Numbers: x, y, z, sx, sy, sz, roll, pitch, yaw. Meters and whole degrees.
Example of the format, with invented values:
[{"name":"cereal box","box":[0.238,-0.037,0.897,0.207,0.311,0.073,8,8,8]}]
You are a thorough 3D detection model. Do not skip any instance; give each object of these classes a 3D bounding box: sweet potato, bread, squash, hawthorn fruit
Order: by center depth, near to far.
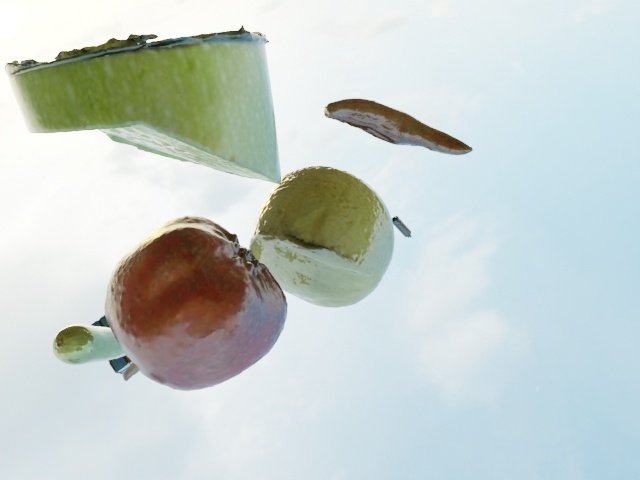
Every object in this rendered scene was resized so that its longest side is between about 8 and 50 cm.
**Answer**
[{"name":"squash","box":[-0.146,-0.108,0.460,0.220,0.133,0.220,-1,-165,0]},{"name":"sweet potato","box":[0.129,-0.193,0.905,0.255,0.058,0.078,17,-171,-7]},{"name":"hawthorn fruit","box":[-0.231,0.130,0.913,0.330,0.287,0.287,-44,-143,9]},{"name":"squash","box":[-0.463,0.214,1.114,0.083,0.250,0.083,-1,-100,7]},{"name":"bread","box":[0.005,-0.008,1.189,0.320,0.320,0.237,10,-133,30]}]

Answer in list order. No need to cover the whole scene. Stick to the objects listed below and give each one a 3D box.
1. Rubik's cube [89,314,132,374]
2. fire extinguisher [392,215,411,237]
[{"name":"Rubik's cube","box":[-0.508,0.260,1.450,0.154,0.155,0.151,-37,-101,-14]},{"name":"fire extinguisher","box":[0.229,-0.031,1.471,0.025,0.083,0.038,-45,-155,2]}]
